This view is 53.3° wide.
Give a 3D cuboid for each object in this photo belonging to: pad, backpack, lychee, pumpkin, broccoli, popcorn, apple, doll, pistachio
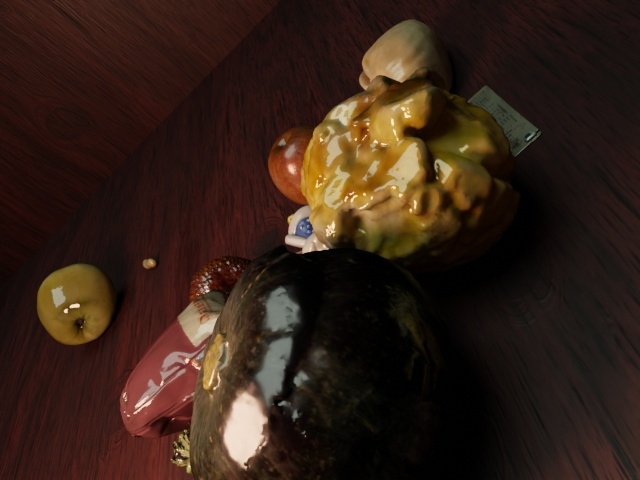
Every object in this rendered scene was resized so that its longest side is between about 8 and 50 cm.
[{"bbox_3d":[0.327,-0.220,1.304,0.159,0.009,0.265,-43,31,15],"label":"pad"},{"bbox_3d":[-0.249,0.262,1.253,0.317,0.197,0.283,-44,14,-10],"label":"backpack"},{"bbox_3d":[-0.208,0.127,1.481,0.194,0.194,0.195,-33,35,27],"label":"lychee"},{"bbox_3d":[-0.005,0.221,0.946,0.454,0.343,0.455,-52,27,40],"label":"pumpkin"},{"bbox_3d":[-0.221,0.411,1.221,0.122,0.118,0.204,-57,5,-19],"label":"broccoli"},{"bbox_3d":[0.153,-0.100,1.100,0.344,0.354,0.390,-46,-10,7],"label":"popcorn"},{"bbox_3d":[-0.037,-0.189,1.590,0.188,0.174,0.188,-36,31,26],"label":"apple"},{"bbox_3d":[0.000,0.000,1.407,0.138,0.119,0.293,-12,22,-15],"label":"doll"},{"bbox_3d":[-0.806,0.209,2.112,0.262,0.262,0.262,-33,35,27],"label":"apple"},{"bbox_3d":[0.208,-0.405,1.499,0.194,0.213,0.318,98,-170,-49],"label":"pistachio"}]

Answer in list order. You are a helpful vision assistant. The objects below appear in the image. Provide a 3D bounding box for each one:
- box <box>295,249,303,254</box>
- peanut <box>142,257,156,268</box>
[{"bbox_3d":[-0.050,0.063,1.485,0.053,0.024,0.083,-22,43,40],"label":"box"},{"bbox_3d":[-0.578,0.078,2.153,0.083,0.037,0.037,-3,55,49],"label":"peanut"}]
